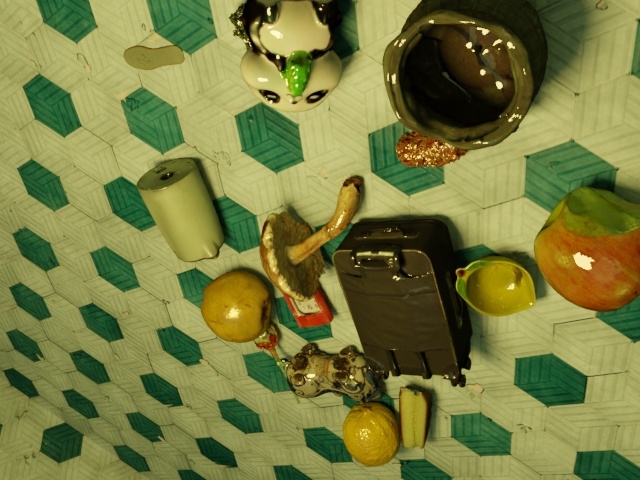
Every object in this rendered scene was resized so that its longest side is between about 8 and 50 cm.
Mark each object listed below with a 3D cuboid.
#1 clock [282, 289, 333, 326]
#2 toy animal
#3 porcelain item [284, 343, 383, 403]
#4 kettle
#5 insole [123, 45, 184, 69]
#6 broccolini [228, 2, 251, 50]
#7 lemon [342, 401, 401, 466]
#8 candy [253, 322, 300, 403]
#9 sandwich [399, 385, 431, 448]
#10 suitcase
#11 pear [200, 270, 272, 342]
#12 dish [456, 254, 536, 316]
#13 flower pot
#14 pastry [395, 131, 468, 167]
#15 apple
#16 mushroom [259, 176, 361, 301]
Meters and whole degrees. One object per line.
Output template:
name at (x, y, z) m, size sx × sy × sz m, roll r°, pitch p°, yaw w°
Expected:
clock at (-0.037, 0.161, 1.877) m, size 0.113 × 0.061 × 0.155 m, roll -12°, pitch 114°, yaw 36°
toy animal at (-0.058, -0.383, 1.352) m, size 0.212 × 0.212 × 0.267 m, roll 15°, pitch 127°, yaw 19°
porcelain item at (0.041, 0.406, 1.990) m, size 0.287 × 0.138 × 0.186 m, roll -6°, pitch 139°, yaw 28°
kettle at (-0.378, -0.083, 1.827) m, size 0.240 × 0.165 × 0.255 m, roll 28°, pitch 147°, yaw 50°
insole at (-0.409, -0.448, 1.643) m, size 0.188 × 0.004 × 0.064 m, roll 3°, pitch 127°, yaw 28°
broccolini at (-0.134, -0.417, 1.469) m, size 0.091 × 0.068 × 0.203 m, roll -14°, pitch 119°, yaw 15°
lemon at (0.153, 0.581, 2.017) m, size 0.180 × 0.181 × 0.193 m, roll 1°, pitch 147°, yaw 29°
candy at (-0.126, 0.375, 2.048) m, size 0.078 × 0.084 × 0.288 m, roll -26°, pitch 99°, yaw -2°
sandwich at (0.275, 0.494, 1.945) m, size 0.090 × 0.088 × 0.245 m, roll 6°, pitch 124°, yaw 15°
suitcase at (0.212, 0.145, 1.624) m, size 0.283 × 0.194 × 0.434 m, roll -2°, pitch 124°, yaw 31°
pear at (-0.243, 0.188, 1.920) m, size 0.208 × 0.209 × 0.209 m, roll 16°, pitch 131°, yaw 19°
dish at (0.396, 0.090, 1.539) m, size 0.207 × 0.080 × 0.149 m, roll 26°, pitch 118°, yaw -12°
flower pot at (0.261, -0.307, 1.226) m, size 0.301 × 0.213 × 0.302 m, roll 15°, pitch 130°, yaw 19°
pastry at (0.236, -0.195, 1.433) m, size 0.169 × 0.063 × 0.087 m, roll -8°, pitch 118°, yaw 35°
apple at (0.542, 0.007, 1.297) m, size 0.226 × 0.246 × 0.246 m, roll 43°, pitch 136°, yaw 14°
mushroom at (-0.034, 0.002, 1.617) m, size 0.207 × 0.233 × 0.302 m, roll 4°, pitch 147°, yaw -22°
